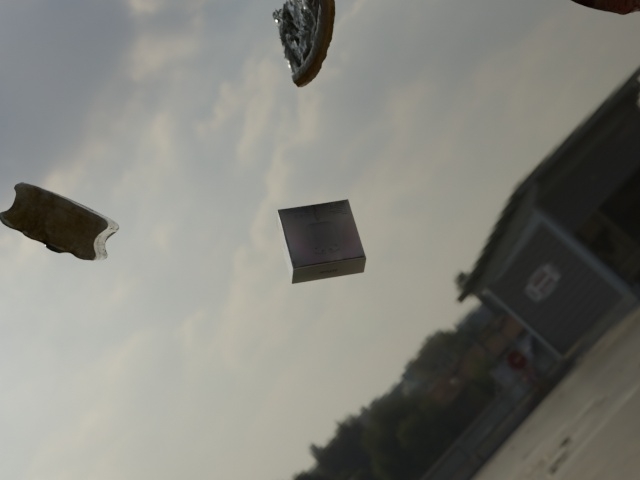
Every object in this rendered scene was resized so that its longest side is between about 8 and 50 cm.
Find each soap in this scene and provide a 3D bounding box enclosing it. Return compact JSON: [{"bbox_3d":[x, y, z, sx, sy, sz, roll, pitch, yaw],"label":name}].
[{"bbox_3d":[-0.367,-0.024,1.672,0.073,0.140,0.232,-64,5,-3],"label":"soap"}]

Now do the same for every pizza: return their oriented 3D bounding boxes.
[{"bbox_3d":[-0.037,-0.408,2.116,0.034,0.262,0.181,6,-52,-30],"label":"pizza"}]

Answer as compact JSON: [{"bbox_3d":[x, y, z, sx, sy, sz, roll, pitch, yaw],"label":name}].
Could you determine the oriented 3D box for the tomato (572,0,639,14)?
[{"bbox_3d":[0.470,-0.519,1.994,0.309,0.309,0.170,-36,-31,-45],"label":"tomato"}]

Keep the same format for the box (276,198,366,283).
[{"bbox_3d":[0.000,0.000,2.026,0.130,0.129,0.051,-9,-33,-10],"label":"box"}]
